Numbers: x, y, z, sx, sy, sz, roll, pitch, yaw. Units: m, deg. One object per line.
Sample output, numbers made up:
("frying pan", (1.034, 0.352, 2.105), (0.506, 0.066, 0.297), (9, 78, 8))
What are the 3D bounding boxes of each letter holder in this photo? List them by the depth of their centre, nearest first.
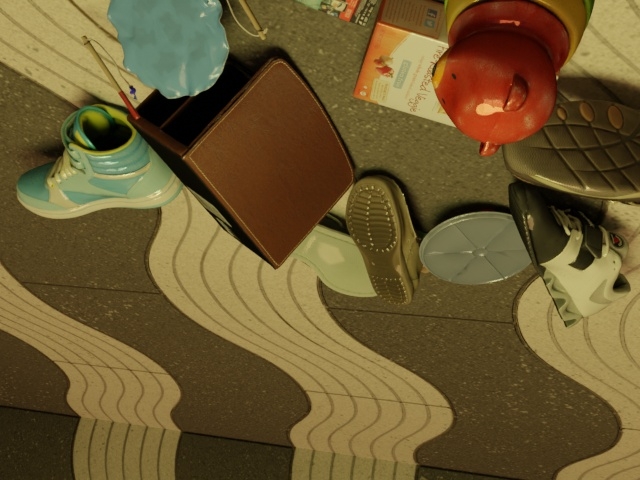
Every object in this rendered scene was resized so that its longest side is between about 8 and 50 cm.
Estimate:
("letter holder", (-0.103, -0.141, 1.416), (0.152, 0.214, 0.302), (35, 168, 39))

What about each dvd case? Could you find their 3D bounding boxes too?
("dvd case", (0.014, -0.315, 1.161), (0.119, 0.013, 0.087), (17, 151, -7))

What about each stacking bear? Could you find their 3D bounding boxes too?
("stacking bear", (0.190, -0.225, 0.944), (0.164, 0.289, 0.175), (19, 151, -6))

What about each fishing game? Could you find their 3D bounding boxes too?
("fishing game", (-0.200, -0.281, 1.238), (0.264, 0.041, 0.189), (-29, 100, 35))

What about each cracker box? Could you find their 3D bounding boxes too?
("cracker box", (0.172, -0.219, 1.199), (0.232, 0.067, 0.155), (15, 152, -2))

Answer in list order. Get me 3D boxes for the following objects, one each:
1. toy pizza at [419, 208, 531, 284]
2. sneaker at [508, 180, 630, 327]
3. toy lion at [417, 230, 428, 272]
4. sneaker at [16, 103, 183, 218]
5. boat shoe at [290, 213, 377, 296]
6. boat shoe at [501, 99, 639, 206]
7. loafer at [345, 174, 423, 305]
("toy pizza", (0.266, 0.008, 1.569), (0.201, 0.032, 0.201), (0, 143, 0))
("sneaker", (0.394, 0.001, 1.455), (0.146, 0.122, 0.330), (-24, 137, 16))
("toy lion", (0.187, 0.014, 1.648), (0.100, 0.034, 0.096), (-11, 135, 38))
("sneaker", (-0.407, -0.141, 1.563), (0.319, 0.127, 0.208), (-6, 148, 17))
("boat shoe", (0.000, 0.000, 1.654), (0.302, 0.091, 0.114), (32, 114, -26))
("boat shoe", (0.404, -0.092, 1.209), (0.355, 0.132, 0.130), (5, 159, -3))
("loafer", (0.114, -0.011, 1.575), (0.102, 0.092, 0.268), (11, 135, 27))
